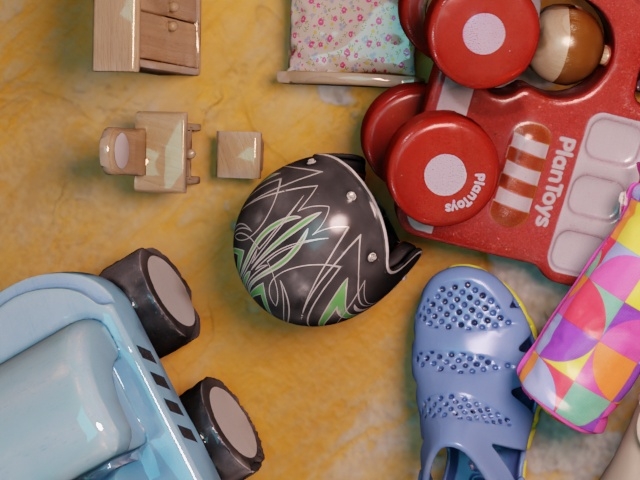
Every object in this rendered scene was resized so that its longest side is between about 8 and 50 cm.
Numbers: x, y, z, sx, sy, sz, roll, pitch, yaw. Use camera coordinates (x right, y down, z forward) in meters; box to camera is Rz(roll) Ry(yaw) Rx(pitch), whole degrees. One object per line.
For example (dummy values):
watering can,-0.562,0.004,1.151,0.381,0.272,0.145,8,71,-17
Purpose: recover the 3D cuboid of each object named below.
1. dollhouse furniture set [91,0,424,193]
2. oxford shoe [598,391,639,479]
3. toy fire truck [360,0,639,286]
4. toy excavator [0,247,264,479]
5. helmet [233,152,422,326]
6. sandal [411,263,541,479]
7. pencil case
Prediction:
dollhouse furniture set,-0.017,-0.190,1.734,0.355,0.174,0.303,3,93,17
oxford shoe,0.341,0.132,1.636,0.130,0.169,0.449,44,96,-1
toy fire truck,0.187,-0.124,1.679,0.253,0.169,0.302,14,103,-12
toy excavator,-0.219,0.237,1.664,0.222,0.445,0.433,-29,83,16
helmet,0.000,0.000,1.728,0.169,0.161,0.169,2,94,29
sandal,0.139,0.180,1.717,0.126,0.138,0.317,-5,88,19
pencil case,0.265,0.055,1.658,0.104,0.104,0.236,31,95,14
